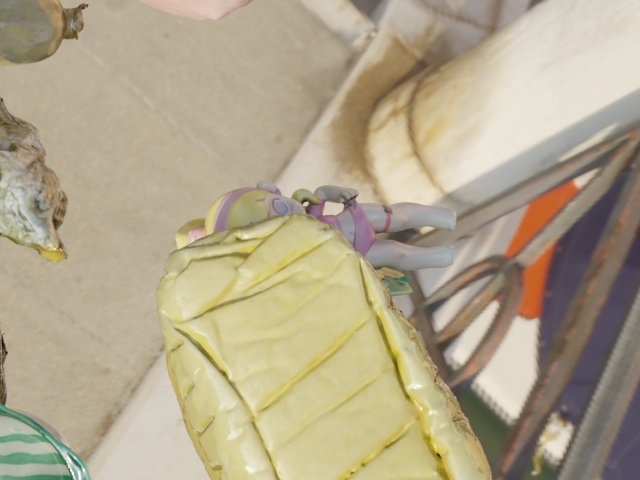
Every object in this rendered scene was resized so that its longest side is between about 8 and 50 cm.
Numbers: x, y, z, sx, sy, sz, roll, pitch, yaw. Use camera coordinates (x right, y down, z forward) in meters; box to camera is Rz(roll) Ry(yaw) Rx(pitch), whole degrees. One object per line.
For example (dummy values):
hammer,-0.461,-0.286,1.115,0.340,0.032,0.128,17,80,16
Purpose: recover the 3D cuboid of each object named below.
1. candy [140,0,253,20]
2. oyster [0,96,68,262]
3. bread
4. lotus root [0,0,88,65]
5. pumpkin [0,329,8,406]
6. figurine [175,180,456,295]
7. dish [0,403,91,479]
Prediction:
candy,-0.088,-0.250,0.762,0.094,0.255,0.255,-41,96,-32
oyster,-0.241,-0.070,0.949,0.133,0.072,0.209,36,20,-26
bread,0.000,0.101,0.718,0.140,0.106,0.236,-27,79,-12
lotus root,-0.272,-0.188,1.108,0.150,0.062,0.073,-6,94,-26
pumpkin,-0.532,0.174,1.846,0.157,0.223,0.223,-9,78,-11
figurine,0.000,0.000,0.842,0.187,0.083,0.083,-2,75,-22
dish,-0.347,0.289,1.485,0.078,0.224,0.246,-36,119,-67
